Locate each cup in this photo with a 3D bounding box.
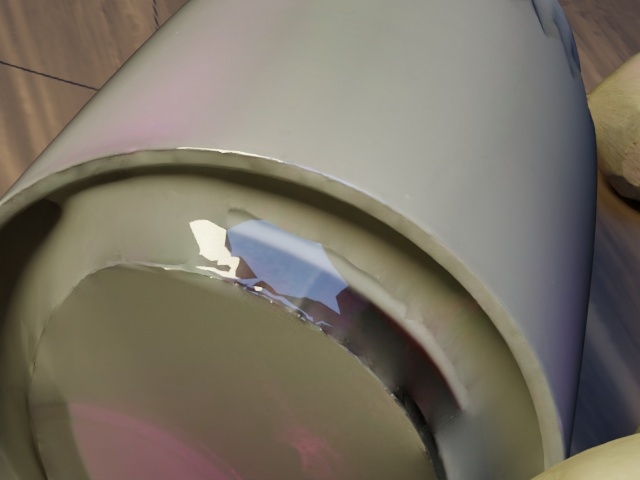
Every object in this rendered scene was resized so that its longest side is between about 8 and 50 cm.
[{"bbox_3d":[0.000,0.000,0.751,0.253,0.253,0.371,18,32,3],"label":"cup"}]

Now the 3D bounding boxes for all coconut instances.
[{"bbox_3d":[0.227,-0.075,1.062,0.124,0.110,0.110,20,35,-6],"label":"coconut"}]

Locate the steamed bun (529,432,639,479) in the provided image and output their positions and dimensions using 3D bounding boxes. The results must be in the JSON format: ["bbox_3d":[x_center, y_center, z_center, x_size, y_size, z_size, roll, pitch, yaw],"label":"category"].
[{"bbox_3d":[0.149,0.202,0.535,0.289,0.276,0.203,20,2,-9],"label":"steamed bun"}]

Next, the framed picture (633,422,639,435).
[{"bbox_3d":[0.216,0.180,0.633,0.265,0.192,0.018,36,35,26],"label":"framed picture"}]
